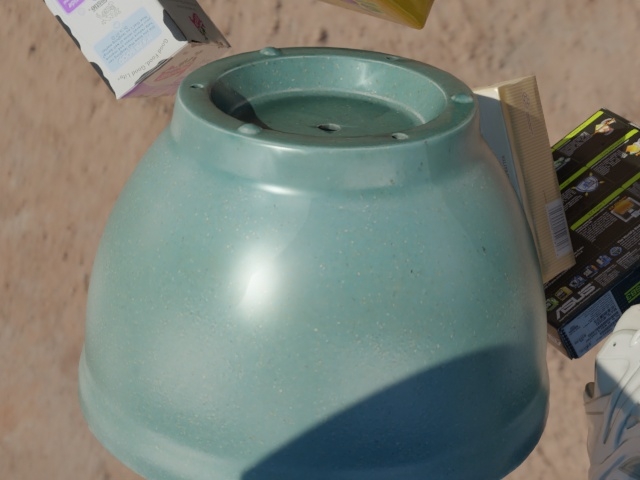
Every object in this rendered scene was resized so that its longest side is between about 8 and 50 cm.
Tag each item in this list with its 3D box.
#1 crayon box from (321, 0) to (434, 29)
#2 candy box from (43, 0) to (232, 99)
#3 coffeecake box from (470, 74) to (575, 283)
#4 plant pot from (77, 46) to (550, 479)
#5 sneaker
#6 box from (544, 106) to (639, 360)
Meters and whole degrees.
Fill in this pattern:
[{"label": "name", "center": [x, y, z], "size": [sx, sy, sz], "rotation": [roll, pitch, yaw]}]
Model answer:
[{"label": "crayon box", "center": [-0.024, -0.282, 1.279], "size": [0.202, 0.318, 0.081], "rotation": [24, 89, -55]}, {"label": "candy box", "center": [-0.165, -0.204, 1.080], "size": [0.070, 0.165, 0.196], "rotation": [-37, 90, 10]}, {"label": "coffeecake box", "center": [0.077, -0.031, 1.047], "size": [0.185, 0.068, 0.142], "rotation": [-9, 98, 34]}, {"label": "plant pot", "center": [0.000, 0.000, 0.849], "size": [0.293, 0.293, 0.196], "rotation": [-2, 115, -10]}, {"label": "sneaker", "center": [0.210, 0.080, 0.827], "size": [0.090, 0.115, 0.232], "rotation": [-1, 153, -24]}, {"label": "box", "center": [0.219, -0.012, 1.158], "size": [0.190, 0.184, 0.045], "rotation": [-38, 124, -8]}]
